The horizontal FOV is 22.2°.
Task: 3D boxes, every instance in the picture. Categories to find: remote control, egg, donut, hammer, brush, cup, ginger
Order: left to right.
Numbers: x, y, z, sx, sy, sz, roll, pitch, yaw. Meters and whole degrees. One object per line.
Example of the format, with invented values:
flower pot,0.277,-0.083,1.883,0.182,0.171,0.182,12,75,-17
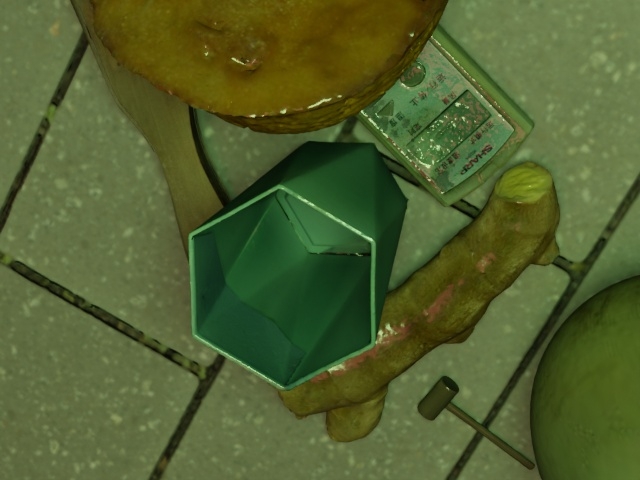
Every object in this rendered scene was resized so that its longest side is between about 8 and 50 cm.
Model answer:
brush,-0.122,-0.107,1.306,0.070,0.065,0.327,-16,115,9
donut,-0.021,-0.201,1.164,0.277,0.108,0.278,-5,72,15
cup,0.000,0.000,1.216,0.148,0.236,0.134,34,112,1
remote control,0.055,-0.136,1.264,0.233,0.038,0.098,45,112,-7
ginger,0.081,0.051,1.303,0.118,0.065,0.299,32,116,-34
hammer,0.134,0.158,1.363,0.110,0.019,0.035,36,112,-8
egg,0.277,0.161,1.227,0.218,0.218,0.295,-17,118,17
